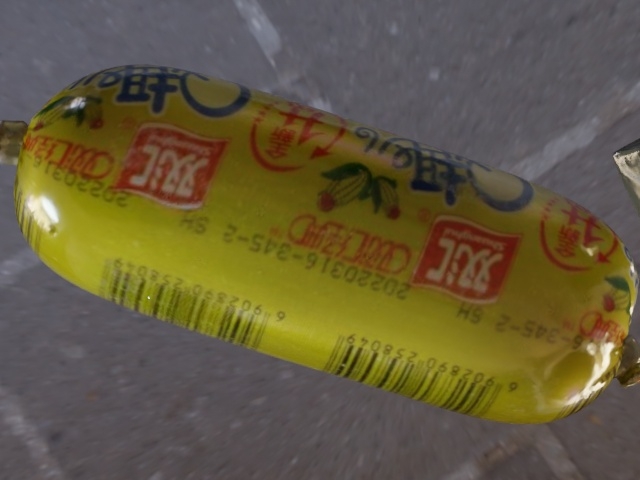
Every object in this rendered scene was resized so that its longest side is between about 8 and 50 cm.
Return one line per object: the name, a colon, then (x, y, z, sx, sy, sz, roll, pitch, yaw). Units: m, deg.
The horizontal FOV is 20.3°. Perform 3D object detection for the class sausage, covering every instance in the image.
sausage: (0.000, 0.000, 0.878, 0.347, 0.123, 0.123, 18, 88, -4)

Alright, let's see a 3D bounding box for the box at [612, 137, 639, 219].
box: (0.390, -0.048, 1.473, 0.155, 0.231, 0.149, -29, 100, -27)
